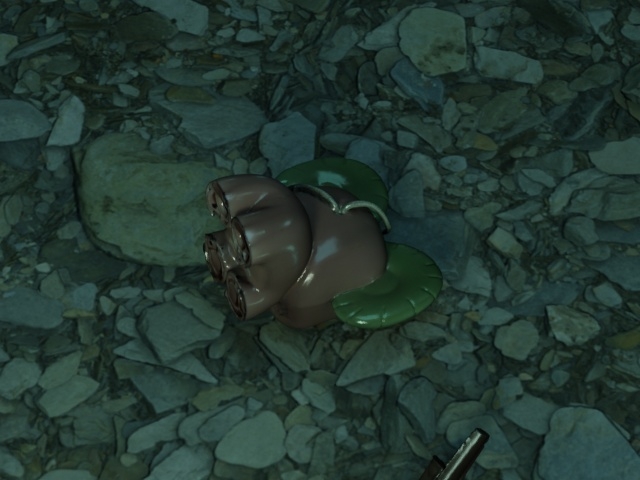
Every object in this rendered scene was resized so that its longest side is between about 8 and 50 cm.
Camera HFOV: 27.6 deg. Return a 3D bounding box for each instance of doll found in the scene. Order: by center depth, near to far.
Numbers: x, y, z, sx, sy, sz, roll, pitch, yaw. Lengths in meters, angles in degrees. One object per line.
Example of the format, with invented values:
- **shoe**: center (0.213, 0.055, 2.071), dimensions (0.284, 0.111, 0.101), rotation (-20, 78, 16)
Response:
- **doll**: center (0.000, 0.000, 1.644), dimensions (0.268, 0.216, 0.284), rotation (-17, 55, -22)

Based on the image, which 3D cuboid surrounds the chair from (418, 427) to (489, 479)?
- **chair**: center (0.107, 0.389, 1.433), dimensions (0.175, 0.183, 0.326), rotation (44, 108, 24)
